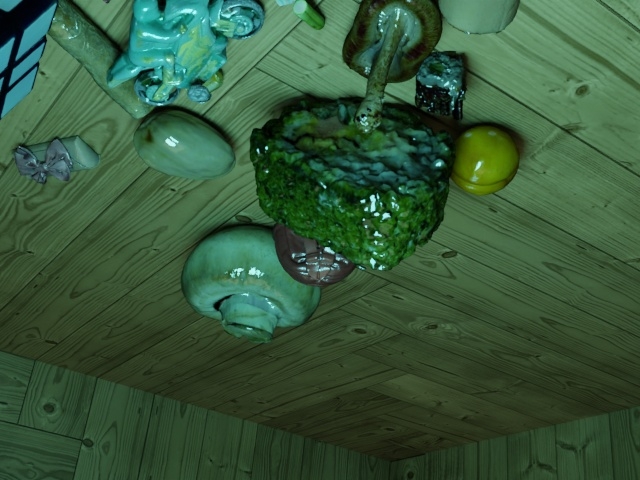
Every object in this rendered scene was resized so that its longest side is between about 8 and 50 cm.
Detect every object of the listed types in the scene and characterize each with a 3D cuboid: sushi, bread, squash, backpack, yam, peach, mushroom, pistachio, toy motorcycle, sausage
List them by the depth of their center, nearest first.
[{"bbox_3d":[0.235,-0.411,1.115,0.123,0.123,0.252,5,151,2],"label":"sausage"},{"bbox_3d":[0.102,-0.274,1.284,0.148,0.217,0.227,15,150,-2],"label":"mushroom"},{"bbox_3d":[-0.015,-0.366,1.325,0.028,0.027,0.083,-9,169,25],"label":"squash"},{"bbox_3d":[-0.245,-0.329,1.363,0.198,0.109,0.296,21,137,-38],"label":"toy motorcycle"},{"bbox_3d":[0.208,-0.269,1.404,0.094,0.098,0.084,5,149,13],"label":"sushi"},{"bbox_3d":[-0.411,-0.341,1.421,0.081,0.081,0.357,-10,146,28],"label":"yam"},{"bbox_3d":[0.068,-0.125,1.477,0.352,0.294,0.178,25,138,20],"label":"sushi"},{"bbox_3d":[-0.216,-0.296,1.504,0.088,0.033,0.049,-23,126,36],"label":"bread"},{"bbox_3d":[0.316,-0.156,1.559,0.138,0.138,0.138,5,151,3],"label":"peach"},{"bbox_3d":[-0.270,-0.186,1.621,0.206,0.131,0.129,25,-171,-31],"label":"pistachio"},{"bbox_3d":[0.000,0.002,1.814,0.229,0.229,0.139,6,148,0],"label":"backpack"},{"bbox_3d":[-0.172,0.113,2.007,0.352,0.260,0.352,8,156,3],"label":"mushroom"}]

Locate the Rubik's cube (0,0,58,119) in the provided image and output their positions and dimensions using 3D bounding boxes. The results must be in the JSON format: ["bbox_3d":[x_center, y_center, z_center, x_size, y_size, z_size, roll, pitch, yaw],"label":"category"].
[{"bbox_3d":[-0.612,-0.309,1.228,0.288,0.293,0.283,35,147,-8],"label":"Rubik's cube"}]

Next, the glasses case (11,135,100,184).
[{"bbox_3d":[-0.591,-0.173,1.764,0.194,0.070,0.102,-8,147,23],"label":"glasses case"}]

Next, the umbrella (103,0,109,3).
[{"bbox_3d":[-0.363,-0.439,1.281,0.027,0.025,0.165,25,156,19],"label":"umbrella"}]

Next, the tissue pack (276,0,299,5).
[{"bbox_3d":[-0.028,-0.405,1.279,0.108,0.023,0.056,-8,150,24],"label":"tissue pack"}]
